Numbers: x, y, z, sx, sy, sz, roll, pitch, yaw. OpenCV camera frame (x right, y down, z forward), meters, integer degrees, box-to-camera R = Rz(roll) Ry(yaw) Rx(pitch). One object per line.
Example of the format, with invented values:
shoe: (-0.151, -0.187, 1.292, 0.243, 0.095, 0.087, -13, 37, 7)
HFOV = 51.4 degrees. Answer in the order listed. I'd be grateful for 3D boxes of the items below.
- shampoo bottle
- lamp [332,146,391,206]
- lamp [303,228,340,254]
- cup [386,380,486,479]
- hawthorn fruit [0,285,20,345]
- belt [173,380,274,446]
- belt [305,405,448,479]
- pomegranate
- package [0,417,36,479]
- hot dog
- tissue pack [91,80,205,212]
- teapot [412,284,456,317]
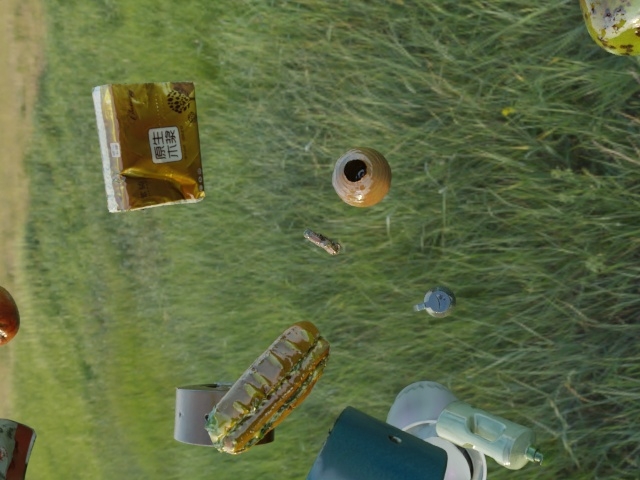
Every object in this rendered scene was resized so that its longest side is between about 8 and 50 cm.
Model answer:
shampoo bottle: (0.373, 0.419, 1.410, 0.234, 0.118, 0.087, 13, 102, 45)
lamp: (0.093, -0.141, 1.482, 0.136, 0.136, 0.136, 8, 99, 61)
lamp: (0.000, 0.000, 1.494, 0.083, 0.063, 0.031, 27, 83, 30)
cup: (0.287, 0.531, 1.763, 0.371, 0.253, 0.253, -59, -28, -80)
hawthorn fruit: (-0.583, 0.131, 1.143, 0.128, 0.128, 0.128, 8, 99, 61)
belt: (-0.205, 0.368, 1.439, 0.339, 0.217, 0.122, 148, 123, -71)
belt: (0.032, 0.400, 0.861, 0.173, 0.300, 0.436, 27, 139, 10)
pomegranate: (0.388, -0.287, 0.788, 0.159, 0.205, 0.159, -3, 82, 23)
package: (-0.522, 0.263, 0.968, 0.030, 0.239, 0.154, -41, 24, 4)
hot dog: (-0.083, 0.258, 1.152, 0.072, 0.269, 0.115, 13, 146, 54)
tissue pack: (-0.308, -0.172, 1.207, 0.092, 0.183, 0.226, 5, 105, 45)
teapot: (0.227, 0.124, 1.327, 0.057, 0.088, 0.066, 32, -137, -79)
